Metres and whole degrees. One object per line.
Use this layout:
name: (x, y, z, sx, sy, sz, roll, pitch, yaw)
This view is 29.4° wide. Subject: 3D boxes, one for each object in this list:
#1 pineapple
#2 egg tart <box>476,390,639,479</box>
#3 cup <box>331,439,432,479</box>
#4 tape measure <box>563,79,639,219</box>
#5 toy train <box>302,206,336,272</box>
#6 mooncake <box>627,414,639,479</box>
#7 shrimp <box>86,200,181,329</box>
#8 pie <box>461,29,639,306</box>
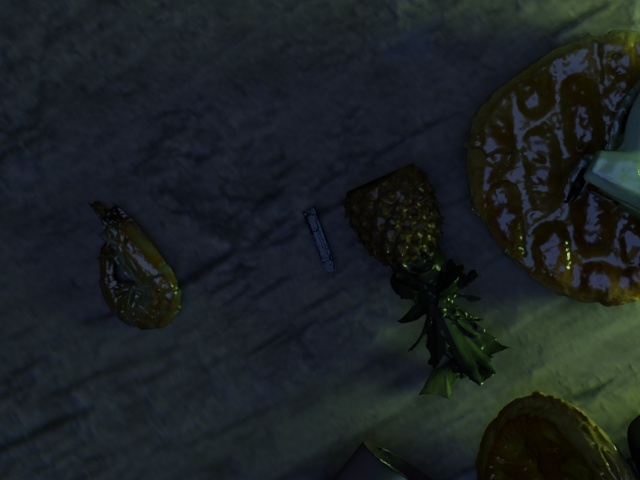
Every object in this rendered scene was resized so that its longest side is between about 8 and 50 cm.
pineapple: (0.121, 0.053, 1.452, 0.130, 0.119, 0.277, -28, 95, -12)
egg tart: (0.290, 0.294, 1.443, 0.106, 0.241, 0.241, -9, 97, -38)
cup: (0.026, 0.396, 1.469, 0.203, 0.203, 0.288, 34, 91, 0)
tape measure: (0.430, -0.093, 1.330, 0.243, 0.125, 0.246, 29, 93, -1)
toy train: (0.000, 0.000, 1.502, 0.017, 0.017, 0.083, -20, 94, 9)
mooncake: (0.455, 0.304, 1.379, 0.135, 0.275, 0.275, -22, 94, 3)
shrimp: (-0.240, 0.030, 1.521, 0.099, 0.041, 0.180, -28, 95, 22)
pie: (0.339, -0.082, 1.438, 0.339, 0.083, 0.340, 0, 94, 3)
